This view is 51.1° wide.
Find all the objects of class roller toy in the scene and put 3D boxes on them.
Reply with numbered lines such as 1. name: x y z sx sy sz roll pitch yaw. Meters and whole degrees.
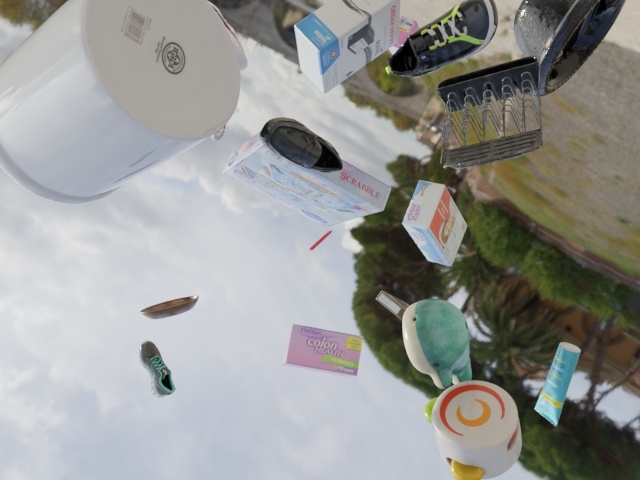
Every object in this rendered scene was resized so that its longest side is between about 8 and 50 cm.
1. roller toy: 0.355 0.432 1.513 0.191 0.146 0.209 -21 -145 -4

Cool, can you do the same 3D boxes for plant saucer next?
1. plant saucer: -0.499 0.227 2.233 0.198 0.036 0.198 -12 -175 1

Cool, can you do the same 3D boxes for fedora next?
1. fedora: 0.535 -0.492 1.494 0.152 0.334 0.334 45 -159 20

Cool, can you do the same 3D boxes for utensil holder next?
1. utensil holder: -0.378 -0.267 1.213 0.385 0.328 0.327 -15 162 41

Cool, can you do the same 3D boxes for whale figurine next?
1. whale figurine: 0.305 0.247 1.580 0.272 0.141 0.216 46 -147 -35

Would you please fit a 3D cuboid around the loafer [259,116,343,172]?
1. loafer: -0.031 -0.185 1.326 0.078 0.076 0.223 40 -166 33

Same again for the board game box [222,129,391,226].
1. board game box: -0.042 -0.145 1.607 0.318 0.066 0.318 28 164 -20

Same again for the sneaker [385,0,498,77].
1. sneaker: 0.204 -0.339 1.163 0.097 0.234 0.084 -21 -95 -36

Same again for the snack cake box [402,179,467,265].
1. snack cake box: 0.352 -0.048 2.042 0.089 0.152 0.264 15 161 33

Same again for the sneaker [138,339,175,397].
1. sneaker: -0.435 0.347 1.813 0.076 0.167 0.065 -8 -164 45

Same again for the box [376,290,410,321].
1. box: 0.264 0.217 1.889 0.136 0.037 0.225 38 -176 41

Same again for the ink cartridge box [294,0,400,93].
1. ink cartridge box: 0.087 -0.623 2.020 0.129 0.307 0.223 49 169 20

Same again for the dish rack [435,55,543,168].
1. dish rack: 0.323 -0.239 1.277 0.074 0.208 0.272 61 -151 -33

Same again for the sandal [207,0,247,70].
1. sandal: -0.325 -0.632 1.942 0.416 0.102 0.169 41 163 33

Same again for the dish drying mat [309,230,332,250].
1. dish drying mat: 0.000 0.000 1.969 0.008 0.083 0.032 50 169 -10

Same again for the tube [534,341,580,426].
1. tube: 0.604 0.362 1.704 0.052 0.207 0.080 5 -162 -22

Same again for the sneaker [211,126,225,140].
1. sneaker: -0.328 -0.386 1.865 0.092 0.225 0.088 -23 -160 -14

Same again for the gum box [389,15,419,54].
1. gum box: 0.299 -0.674 2.305 0.062 0.107 0.188 28 180 22

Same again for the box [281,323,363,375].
1. box: 0.001 0.339 2.040 0.213 0.117 0.243 11 166 -4
